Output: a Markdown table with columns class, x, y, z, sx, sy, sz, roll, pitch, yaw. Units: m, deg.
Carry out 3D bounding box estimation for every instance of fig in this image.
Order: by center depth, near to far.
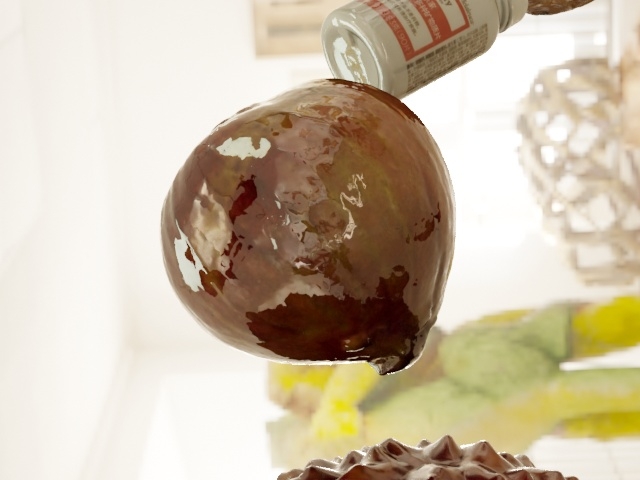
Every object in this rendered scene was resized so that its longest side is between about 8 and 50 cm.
| class | x | y | z | sx | sy | sz | roll | pitch | yaw |
| --- | --- | --- | --- | --- | --- | --- | --- | --- | --- |
| fig | 0.000 | -0.001 | 0.903 | 0.205 | 0.205 | 0.205 | -2 | -90 | -90 |

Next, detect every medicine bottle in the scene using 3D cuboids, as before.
| class | x | y | z | sx | sy | sz | roll | pitch | yaw |
| --- | --- | --- | --- | --- | --- | --- | --- | --- | --- |
| medicine bottle | 0.076 | -0.154 | 1.022 | 0.079 | 0.140 | 0.079 | 44 | 152 | 32 |

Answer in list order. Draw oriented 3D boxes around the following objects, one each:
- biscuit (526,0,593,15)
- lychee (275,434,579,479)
| class | x | y | z | sx | sy | sz | roll | pitch | yaw |
| --- | --- | --- | --- | --- | --- | --- | --- | --- | --- |
| biscuit | 0.230 | -0.301 | 1.369 | 0.027 | 0.187 | 0.188 | -120 | 23 | -54 |
| lychee | 0.065 | 0.328 | 0.945 | 0.500 | 0.424 | 0.425 | -110 | 14 | -52 |
